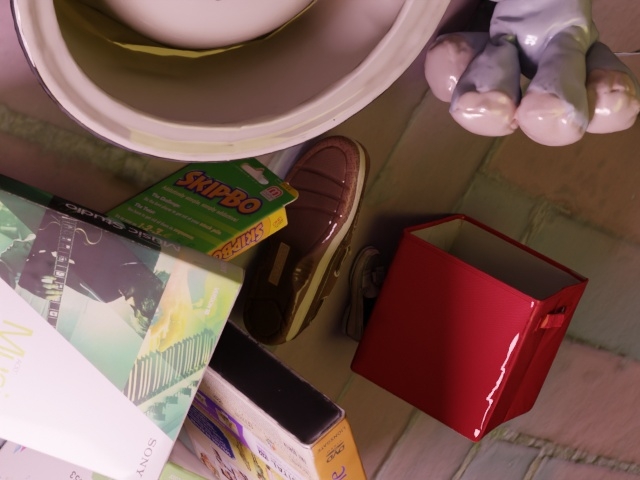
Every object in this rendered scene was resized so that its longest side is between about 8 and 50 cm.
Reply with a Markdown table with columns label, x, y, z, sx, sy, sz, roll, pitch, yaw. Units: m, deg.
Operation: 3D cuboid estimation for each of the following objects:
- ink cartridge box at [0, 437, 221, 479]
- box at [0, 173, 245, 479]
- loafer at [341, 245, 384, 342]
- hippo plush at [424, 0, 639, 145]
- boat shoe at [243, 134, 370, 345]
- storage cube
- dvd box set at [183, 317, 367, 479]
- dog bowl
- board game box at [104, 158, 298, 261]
| label | x | y | z | sx | sy | sz | roll | pitch | yaw |
| --- | --- | --- | --- | --- | --- | --- | --- | --- | --- |
| ink cartridge box | -0.285 | 0.332 | 1.597 | 0.353 | 0.207 | 0.119 | -53 | 140 | 0 |
| box | -0.260 | 0.076 | 1.419 | 0.322 | 0.058 | 0.232 | 21 | 105 | -9 |
| loafer | 0.059 | 0.068 | 1.858 | 0.045 | 0.039 | 0.125 | -11 | 124 | -37 |
| hippo plush | 0.260 | -0.260 | 1.668 | 0.294 | 0.234 | 0.237 | -25 | 132 | -28 |
| boat shoe | -0.006 | -0.004 | 1.723 | 0.095 | 0.095 | 0.257 | -7 | 129 | -56 |
| storage cube | 0.179 | 0.100 | 1.847 | 0.183 | 0.215 | 0.193 | -14 | 128 | -61 |
| dvd box set | -0.045 | 0.263 | 1.697 | 0.062 | 0.307 | 0.420 | -37 | 136 | -21 |
| dog bowl | -0.083 | -0.275 | 1.337 | 0.408 | 0.150 | 0.408 | -14 | 132 | -15 |
| board game box | -0.155 | -0.005 | 1.546 | 0.259 | 0.124 | 0.039 | -34 | 139 | -20 |
